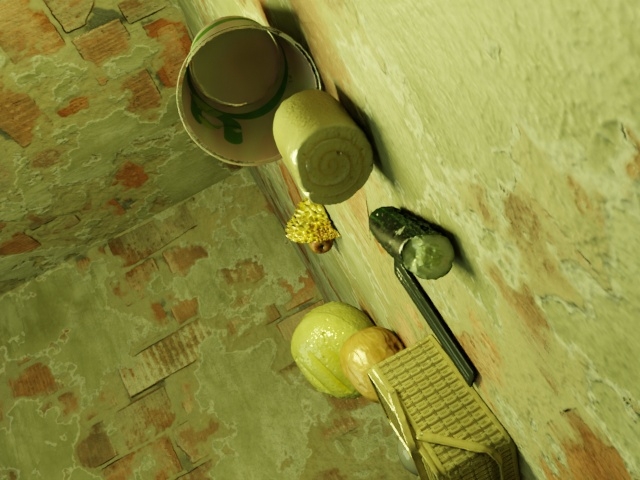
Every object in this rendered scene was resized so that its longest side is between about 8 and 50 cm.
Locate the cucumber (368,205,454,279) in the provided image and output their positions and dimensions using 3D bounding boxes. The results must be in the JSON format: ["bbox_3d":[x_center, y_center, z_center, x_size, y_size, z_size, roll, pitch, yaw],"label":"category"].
[{"bbox_3d":[0.128,-0.005,1.004,0.074,0.074,0.241,63,175,-18],"label":"cucumber"}]

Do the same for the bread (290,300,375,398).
[{"bbox_3d":[0.059,0.367,2.165,0.320,0.320,0.237,63,-163,-11],"label":"bread"}]

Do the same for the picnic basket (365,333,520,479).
[{"bbox_3d":[0.241,0.384,1.323,0.313,0.175,0.228,55,170,46],"label":"picnic basket"}]

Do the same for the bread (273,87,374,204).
[{"bbox_3d":[0.003,-0.154,1.074,0.141,0.134,0.148,-119,16,-48],"label":"bread"}]

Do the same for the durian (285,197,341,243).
[{"bbox_3d":[-0.026,-0.050,1.934,0.132,0.165,0.182,31,-146,-26],"label":"durian"}]

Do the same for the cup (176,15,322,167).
[{"bbox_3d":[-0.147,-0.305,1.234,0.274,0.253,0.253,-114,0,-57],"label":"cup"}]

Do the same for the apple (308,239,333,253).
[{"bbox_3d":[0.000,0.000,2.037,0.084,0.084,0.071,68,179,-48],"label":"apple"}]

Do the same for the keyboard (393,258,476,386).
[{"bbox_3d":[0.183,0.111,1.271,0.381,0.041,0.103,52,170,24],"label":"keyboard"}]

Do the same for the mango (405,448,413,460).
[{"bbox_3d":[0.295,0.536,1.737,0.257,0.138,0.187,65,-172,22],"label":"mango"}]

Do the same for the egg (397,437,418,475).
[{"bbox_3d":[0.318,0.660,2.053,0.198,0.146,0.146,56,179,-43],"label":"egg"}]

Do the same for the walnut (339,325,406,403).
[{"bbox_3d":[0.160,0.347,1.819,0.221,0.195,0.195,51,170,24],"label":"walnut"}]
